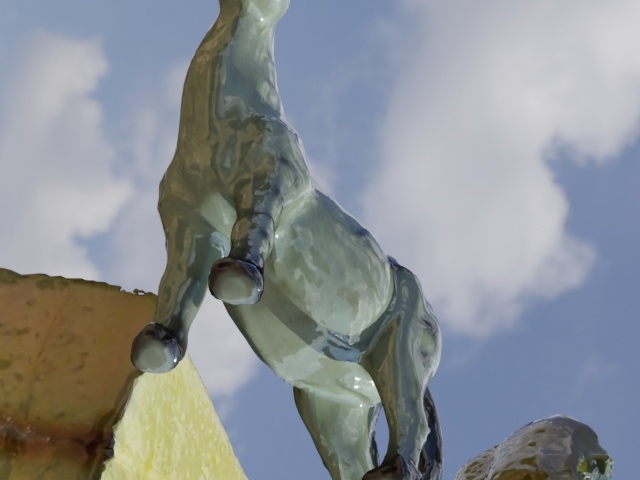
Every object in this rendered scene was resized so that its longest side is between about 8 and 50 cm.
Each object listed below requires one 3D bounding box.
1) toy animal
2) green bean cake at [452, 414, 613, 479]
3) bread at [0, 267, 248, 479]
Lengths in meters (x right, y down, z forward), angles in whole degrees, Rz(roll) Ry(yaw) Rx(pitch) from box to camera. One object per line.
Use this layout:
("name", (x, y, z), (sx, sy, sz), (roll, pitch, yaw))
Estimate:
("toy animal", (-0.005, 0.001, 0.608), (0.073, 0.217, 0.176), (-15, -148, 26))
("green bean cake", (0.137, 0.254, 1.034), (0.233, 0.236, 0.124), (-42, -177, 21))
("bread", (-0.132, 0.146, 0.808), (0.264, 0.167, 0.163), (71, 32, -48))
